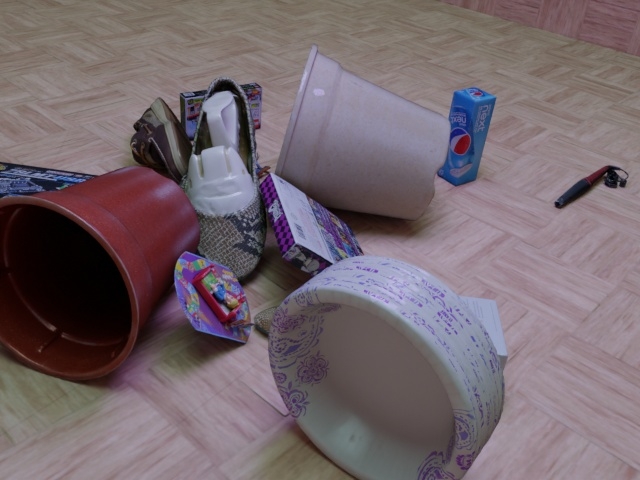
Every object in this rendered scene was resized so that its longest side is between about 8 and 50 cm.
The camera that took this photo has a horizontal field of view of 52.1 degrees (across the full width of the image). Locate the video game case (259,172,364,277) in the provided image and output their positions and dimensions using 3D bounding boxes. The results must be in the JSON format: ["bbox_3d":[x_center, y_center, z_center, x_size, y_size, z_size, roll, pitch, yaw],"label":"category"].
[{"bbox_3d":[0.000,0.000,1.134,0.210,0.042,0.232,32,20,-32],"label":"video game case"}]

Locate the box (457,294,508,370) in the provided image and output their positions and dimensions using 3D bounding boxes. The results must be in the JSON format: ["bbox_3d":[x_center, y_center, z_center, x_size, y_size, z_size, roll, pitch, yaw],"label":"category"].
[{"bbox_3d":[0.179,0.152,0.988,0.170,0.091,0.130,7,34,2],"label":"box"}]

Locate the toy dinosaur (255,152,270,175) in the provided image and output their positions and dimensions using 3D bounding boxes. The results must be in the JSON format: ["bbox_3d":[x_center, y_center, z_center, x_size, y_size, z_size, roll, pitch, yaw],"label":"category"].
[{"bbox_3d":[-0.145,-0.147,1.461,0.082,0.047,0.090,-4,67,-30],"label":"toy dinosaur"}]

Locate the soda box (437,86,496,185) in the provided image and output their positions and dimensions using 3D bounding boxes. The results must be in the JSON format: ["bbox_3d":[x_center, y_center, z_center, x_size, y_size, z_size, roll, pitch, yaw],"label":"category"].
[{"bbox_3d":[0.330,-0.235,1.490,0.071,0.210,0.067,-19,41,-31],"label":"soda box"}]

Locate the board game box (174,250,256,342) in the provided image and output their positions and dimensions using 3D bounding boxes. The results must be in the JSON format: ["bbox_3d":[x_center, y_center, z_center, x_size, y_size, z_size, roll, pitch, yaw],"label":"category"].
[{"bbox_3d":[-0.149,0.080,0.994,0.169,0.033,0.133,29,39,-52],"label":"board game box"}]

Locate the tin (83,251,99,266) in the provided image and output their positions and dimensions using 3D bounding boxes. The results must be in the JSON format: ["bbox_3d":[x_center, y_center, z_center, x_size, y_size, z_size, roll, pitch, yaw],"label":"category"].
[{"bbox_3d":[-0.463,0.046,1.104,0.190,0.040,0.106,-23,47,-36],"label":"tin"}]

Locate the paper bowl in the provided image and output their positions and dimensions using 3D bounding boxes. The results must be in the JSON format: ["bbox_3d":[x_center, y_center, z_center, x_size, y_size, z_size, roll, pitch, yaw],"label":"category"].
[{"bbox_3d":[0.086,0.151,0.800,0.284,0.284,0.148,27,38,28],"label":"paper bowl"}]

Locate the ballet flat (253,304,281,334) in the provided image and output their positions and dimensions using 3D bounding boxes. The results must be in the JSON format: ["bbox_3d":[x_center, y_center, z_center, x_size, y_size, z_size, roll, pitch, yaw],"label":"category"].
[{"bbox_3d":[-0.005,0.127,1.020,0.206,0.067,0.073,13,33,11],"label":"ballet flat"}]

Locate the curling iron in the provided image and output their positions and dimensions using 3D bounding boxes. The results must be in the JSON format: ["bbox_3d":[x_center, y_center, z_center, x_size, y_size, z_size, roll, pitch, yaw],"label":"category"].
[{"bbox_3d":[0.633,-0.128,1.534,0.274,0.035,0.068,-20,41,-34],"label":"curling iron"}]

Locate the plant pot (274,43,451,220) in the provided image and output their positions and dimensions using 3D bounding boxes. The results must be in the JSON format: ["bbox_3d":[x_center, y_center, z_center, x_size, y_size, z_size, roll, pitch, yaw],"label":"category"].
[{"bbox_3d":[0.081,-0.184,1.319,0.305,0.334,0.334,16,33,-4],"label":"plant pot"}]

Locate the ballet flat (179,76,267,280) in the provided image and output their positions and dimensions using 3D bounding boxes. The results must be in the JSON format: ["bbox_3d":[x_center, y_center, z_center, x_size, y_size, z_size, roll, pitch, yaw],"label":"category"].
[{"bbox_3d":[-0.189,-0.150,1.233,0.164,0.182,0.482,-3,46,-4],"label":"ballet flat"}]

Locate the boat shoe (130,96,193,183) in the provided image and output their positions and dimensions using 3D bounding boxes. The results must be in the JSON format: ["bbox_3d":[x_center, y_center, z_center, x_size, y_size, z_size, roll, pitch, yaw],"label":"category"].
[{"bbox_3d":[-0.354,-0.204,1.449,0.123,0.123,0.342,-33,42,-1],"label":"boat shoe"}]

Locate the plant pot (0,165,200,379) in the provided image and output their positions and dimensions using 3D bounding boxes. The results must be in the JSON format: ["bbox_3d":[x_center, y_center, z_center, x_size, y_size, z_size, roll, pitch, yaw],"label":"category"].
[{"bbox_3d":[-0.328,0.019,0.982,0.272,0.272,0.265,13,26,11],"label":"plant pot"}]

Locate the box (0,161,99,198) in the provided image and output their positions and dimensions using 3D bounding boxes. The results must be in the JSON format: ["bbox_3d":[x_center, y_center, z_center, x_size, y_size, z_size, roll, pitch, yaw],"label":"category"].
[{"bbox_3d":[-0.556,-0.060,1.168,0.296,0.073,0.293,9,22,7],"label":"box"}]

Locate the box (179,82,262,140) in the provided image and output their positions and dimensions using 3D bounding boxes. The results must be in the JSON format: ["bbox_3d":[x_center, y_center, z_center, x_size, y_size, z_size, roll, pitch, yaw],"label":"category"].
[{"bbox_3d":[-0.243,-0.319,1.619,0.207,0.114,0.036,-17,40,-29],"label":"box"}]
